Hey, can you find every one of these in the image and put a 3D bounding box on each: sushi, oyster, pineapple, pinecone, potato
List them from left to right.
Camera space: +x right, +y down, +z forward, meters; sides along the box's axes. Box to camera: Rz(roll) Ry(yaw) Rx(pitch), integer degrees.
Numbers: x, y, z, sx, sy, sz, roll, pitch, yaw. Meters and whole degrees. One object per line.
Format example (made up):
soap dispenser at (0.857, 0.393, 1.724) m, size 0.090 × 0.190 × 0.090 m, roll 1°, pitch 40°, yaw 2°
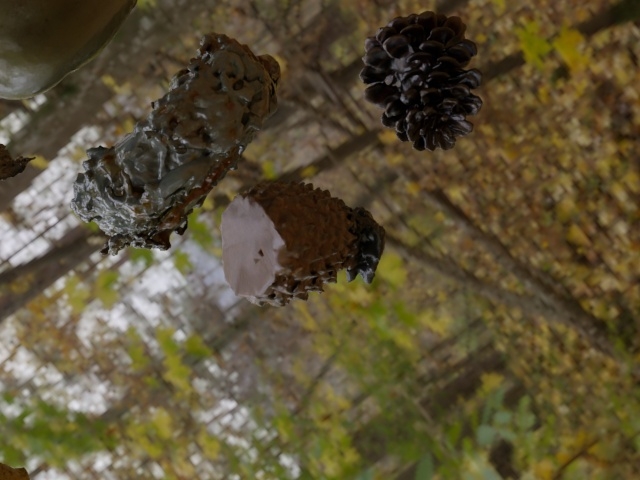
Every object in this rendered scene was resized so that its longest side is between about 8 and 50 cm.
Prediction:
oyster at (-0.543, -0.127, 1.915) m, size 0.105 × 0.177 × 0.056 m, roll -59°, pitch -31°, yaw -56°
potato at (-0.373, -0.328, 1.601) m, size 0.221 × 0.326 × 0.243 m, roll 40°, pitch 157°, yaw -15°
sushi at (-0.222, -0.143, 1.867) m, size 0.176 × 0.417 × 0.417 m, roll 40°, pitch 177°, yaw -3°
pineapple at (0.001, 0.000, 2.156) m, size 0.357 × 0.223 × 0.223 m, roll -4°, pitch -136°, yaw -44°
pinecone at (0.197, -0.297, 2.317) m, size 0.246 × 0.246 × 0.292 m, roll 57°, pitch -164°, yaw -47°

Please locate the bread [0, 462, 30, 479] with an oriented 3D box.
bread at (-0.494, 0.386, 1.299) m, size 0.324 × 0.143 × 0.333 m, roll 19°, pitch -123°, yaw -31°
